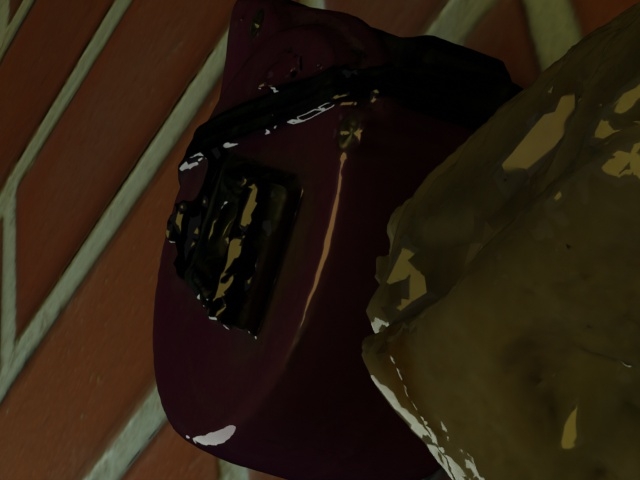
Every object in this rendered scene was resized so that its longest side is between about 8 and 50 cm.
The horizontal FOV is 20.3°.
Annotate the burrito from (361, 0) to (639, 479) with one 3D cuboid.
[{"bbox_3d":[0.152,-0.032,0.632,0.332,0.135,0.190,-49,28,35],"label":"burrito"}]

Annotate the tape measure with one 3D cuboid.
[{"bbox_3d":[0.000,0.000,0.887,0.245,0.149,0.231,19,91,65],"label":"tape measure"}]
